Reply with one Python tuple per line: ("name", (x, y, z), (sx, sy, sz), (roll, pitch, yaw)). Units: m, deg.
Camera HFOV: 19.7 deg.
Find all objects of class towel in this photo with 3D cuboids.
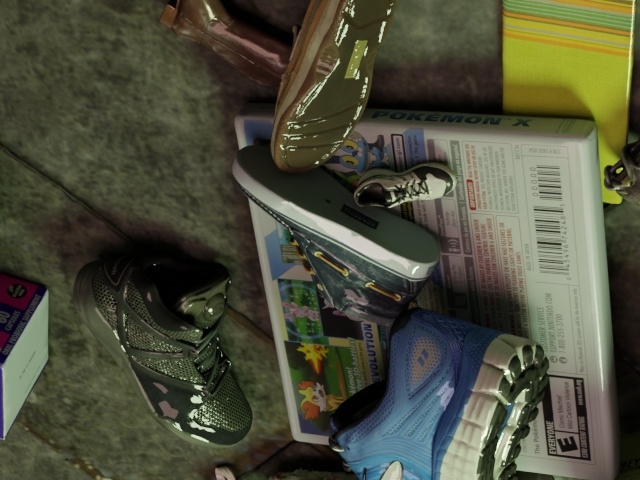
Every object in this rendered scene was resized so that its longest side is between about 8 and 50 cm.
("towel", (0.186, -0.128, 1.390), (0.102, 0.021, 0.237), (13, 136, 18))

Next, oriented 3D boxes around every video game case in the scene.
("video game case", (0.092, 0.044, 1.523), (0.300, 0.036, 0.329), (5, 122, 24))

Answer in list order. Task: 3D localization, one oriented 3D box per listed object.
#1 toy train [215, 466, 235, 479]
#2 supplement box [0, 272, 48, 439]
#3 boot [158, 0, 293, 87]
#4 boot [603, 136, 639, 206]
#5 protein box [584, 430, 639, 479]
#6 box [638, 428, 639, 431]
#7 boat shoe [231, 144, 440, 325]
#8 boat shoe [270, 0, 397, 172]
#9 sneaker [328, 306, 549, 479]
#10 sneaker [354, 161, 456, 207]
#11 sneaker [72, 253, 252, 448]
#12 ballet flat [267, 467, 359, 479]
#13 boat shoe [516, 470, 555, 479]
("toy train", (-0.087, 0.315, 1.866), (0.125, 0.046, 0.166), (35, 141, 37))
("supplement box", (-0.382, 0.086, 1.756), (0.220, 0.111, 0.114), (16, 135, 7))
("boot", (-0.060, -0.171, 1.435), (0.114, 0.037, 0.106), (33, 148, -5))
("boot", (0.277, -0.102, 1.324), (0.263, 0.091, 0.229), (31, 135, -11))
("protein box", (0.329, 0.251, 1.517), (0.199, 0.201, 0.136), (-17, 111, 20))
("box", (0.313, 0.272, 1.701), (0.136, 0.036, 0.225), (23, 134, 1))
("boat shoe", (0.000, 0.000, 1.474), (0.183, 0.065, 0.083), (30, 128, 5))
("boat shoe", (0.003, -0.141, 1.416), (0.068, 0.072, 0.190), (1, 131, -34))
("sneaker", (0.084, 0.187, 1.536), (0.147, 0.130, 0.330), (30, 128, 25))
("sneaker", (0.065, -0.038, 1.435), (0.083, 0.037, 0.032), (-7, 115, 28))
("sneaker", (-0.114, 0.101, 1.678), (0.130, 0.087, 0.227), (-14, 119, 40))
("ballet flat", (0.054, 0.268, 1.763), (0.241, 0.077, 0.091), (22, 145, 36))
("boat shoe", (0.191, 0.287, 1.742), (0.081, 0.079, 0.227), (23, 142, -2))
